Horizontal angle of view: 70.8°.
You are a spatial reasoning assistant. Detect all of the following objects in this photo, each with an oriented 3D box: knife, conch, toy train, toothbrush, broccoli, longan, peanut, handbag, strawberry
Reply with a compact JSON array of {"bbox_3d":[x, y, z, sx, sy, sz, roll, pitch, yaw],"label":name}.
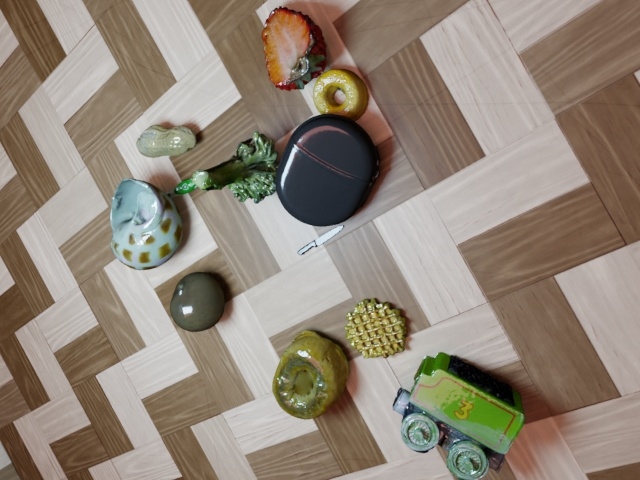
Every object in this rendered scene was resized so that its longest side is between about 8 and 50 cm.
[{"bbox_3d":[0.000,0.000,1.306,0.170,0.010,0.023,-32,87,24],"label":"knife"},{"bbox_3d":[-0.561,-0.031,1.431,0.249,0.197,0.368,49,116,11],"label":"conch"},{"bbox_3d":[0.352,0.447,1.171,0.307,0.173,0.249,26,103,16],"label":"toy train"},{"bbox_3d":[-0.436,-0.169,1.442,0.417,0.040,0.042,-19,100,29],"label":"toothbrush"},{"bbox_3d":[-0.202,-0.195,1.206,0.198,0.275,0.177,-37,84,14],"label":"broccoli"},{"bbox_3d":[-0.387,0.195,1.424,0.189,0.189,0.190,5,103,22],"label":"longan"},{"bbox_3d":[-0.476,-0.309,1.396,0.214,0.090,0.099,2,92,20],"label":"peanut"},{"bbox_3d":[0.015,-0.175,1.185,0.253,0.093,0.308,26,116,-1],"label":"handbag"},{"bbox_3d":[-0.060,-0.503,1.182,0.190,0.111,0.237,-43,60,35],"label":"strawberry"}]

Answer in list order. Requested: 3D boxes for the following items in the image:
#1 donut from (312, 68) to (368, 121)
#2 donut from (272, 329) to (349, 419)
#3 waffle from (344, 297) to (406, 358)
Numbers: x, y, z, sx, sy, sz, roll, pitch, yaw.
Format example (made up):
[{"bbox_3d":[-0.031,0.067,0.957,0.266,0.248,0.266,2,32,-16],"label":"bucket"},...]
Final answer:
[{"bbox_3d":[0.048,-0.378,1.181,0.151,0.058,0.152,5,102,24],"label":"donut"},{"bbox_3d":[-0.030,0.407,1.341,0.208,0.128,0.262,22,110,17],"label":"donut"},{"bbox_3d":[0.155,0.252,1.279,0.190,0.038,0.191,5,103,21],"label":"waffle"}]
